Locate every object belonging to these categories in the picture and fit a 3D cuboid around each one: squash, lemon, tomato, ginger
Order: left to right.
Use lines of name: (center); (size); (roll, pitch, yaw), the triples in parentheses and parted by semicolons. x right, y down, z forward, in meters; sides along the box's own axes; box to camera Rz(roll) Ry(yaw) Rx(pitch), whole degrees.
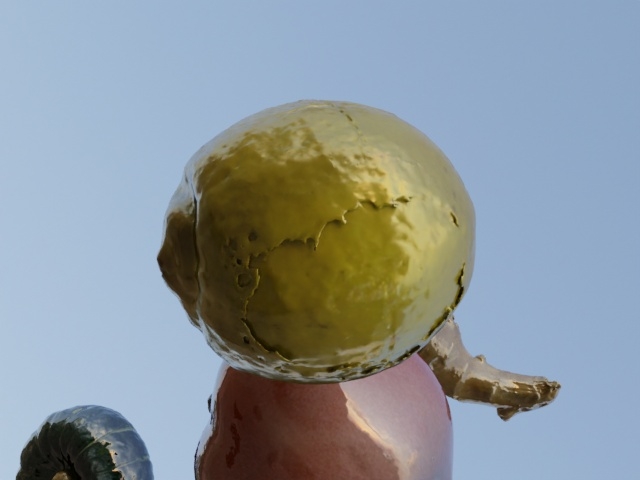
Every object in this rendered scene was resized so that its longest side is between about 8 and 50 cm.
squash: (-0.403, 0.411, 1.910); (0.252, 0.165, 0.252); (-6, -101, 35)
lemon: (0.000, 0.001, 1.080); (0.297, 0.297, 0.297); (14, -66, 33)
tomato: (0.012, 0.242, 1.337); (0.321, 0.321, 0.321); (14, -66, 33)
ginger: (0.202, 0.170, 1.557); (0.131, 0.294, 0.086); (-68, -164, 2)
